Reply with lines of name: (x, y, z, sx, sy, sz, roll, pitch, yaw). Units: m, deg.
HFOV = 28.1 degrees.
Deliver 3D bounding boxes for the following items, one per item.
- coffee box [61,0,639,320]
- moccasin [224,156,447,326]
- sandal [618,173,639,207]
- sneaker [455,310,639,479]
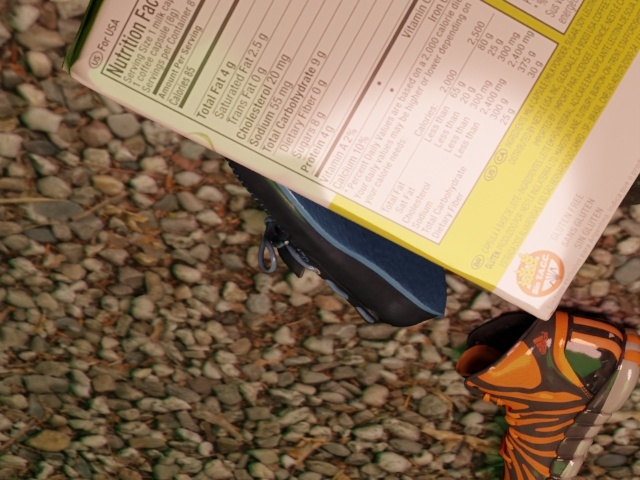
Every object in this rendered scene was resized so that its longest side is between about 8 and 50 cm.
coffee box: (0.057, -0.212, 0.852, 0.334, 0.337, 0.338, 26, 103, -14)
moccasin: (0.000, 0.000, 1.319, 0.117, 0.137, 0.342, -20, 129, 32)
sandal: (0.127, -0.158, 1.176, 0.446, 0.107, 0.167, 19, 138, 7)
sneaker: (0.233, 0.195, 1.514, 0.180, 0.124, 0.321, 18, 125, -5)
